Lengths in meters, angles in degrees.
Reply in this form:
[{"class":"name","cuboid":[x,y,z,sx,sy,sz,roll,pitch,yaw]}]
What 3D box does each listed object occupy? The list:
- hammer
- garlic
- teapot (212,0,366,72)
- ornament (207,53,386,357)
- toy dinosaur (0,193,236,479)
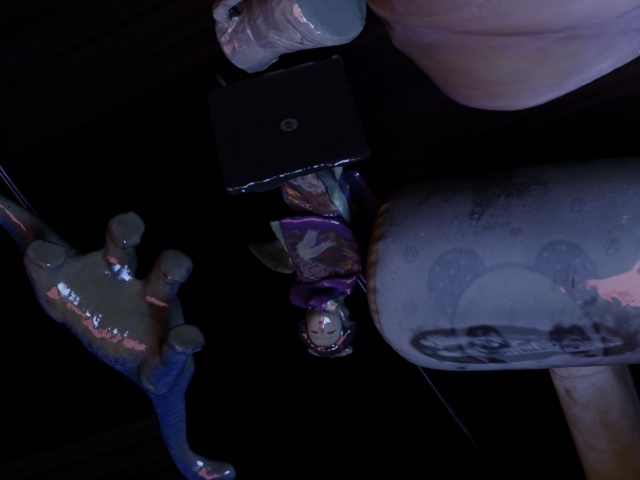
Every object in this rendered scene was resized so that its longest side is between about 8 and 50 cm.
[{"class":"hammer","cuboid":[0.158,0.089,1.076,0.202,0.113,0.305,-2,128,35]},{"class":"garlic","cuboid":[0.091,-0.170,0.907,0.228,0.110,0.217,-22,107,40]},{"class":"teapot","cuboid":[-0.024,-0.122,1.045,0.067,0.057,0.083,17,154,-35]},{"class":"ornament","cuboid":[0.001,0.004,1.103,0.088,0.081,0.203,-12,131,1]},{"class":"toy dinosaur","cuboid":[-0.148,0.062,1.258,0.247,0.075,0.188,27,141,2]}]
